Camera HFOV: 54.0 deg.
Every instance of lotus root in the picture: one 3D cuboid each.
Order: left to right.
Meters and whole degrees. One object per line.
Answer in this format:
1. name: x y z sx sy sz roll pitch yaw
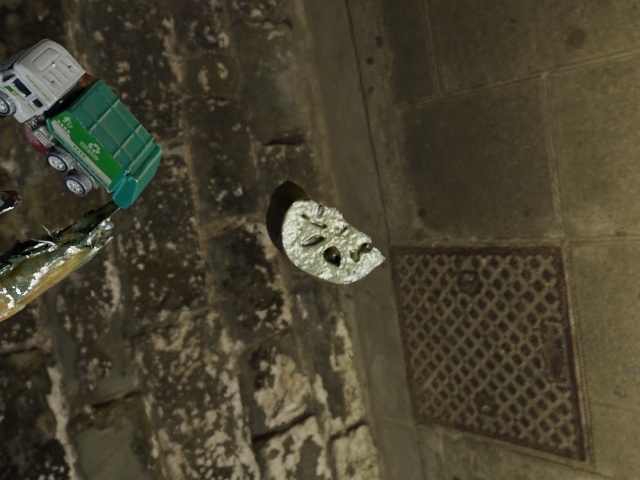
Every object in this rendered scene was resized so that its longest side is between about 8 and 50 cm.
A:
1. lotus root: 0.000 0.000 1.177 0.138 0.235 0.119 -55 18 6

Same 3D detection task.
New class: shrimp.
1. shrimp: -0.557 0.006 1.117 0.085 0.445 0.272 46 158 44

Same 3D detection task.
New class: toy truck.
1. toy truck: -0.341 -0.161 0.901 0.124 0.114 0.253 -12 129 36

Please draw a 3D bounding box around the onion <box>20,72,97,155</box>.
1. onion: -0.428 -0.196 1.058 0.159 0.160 0.194 -55 34 42
